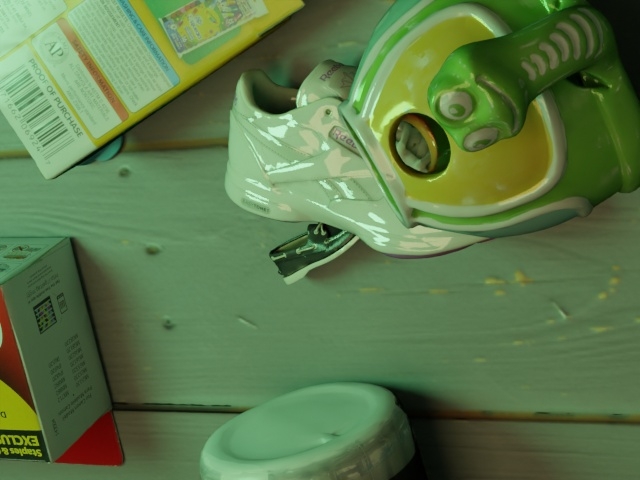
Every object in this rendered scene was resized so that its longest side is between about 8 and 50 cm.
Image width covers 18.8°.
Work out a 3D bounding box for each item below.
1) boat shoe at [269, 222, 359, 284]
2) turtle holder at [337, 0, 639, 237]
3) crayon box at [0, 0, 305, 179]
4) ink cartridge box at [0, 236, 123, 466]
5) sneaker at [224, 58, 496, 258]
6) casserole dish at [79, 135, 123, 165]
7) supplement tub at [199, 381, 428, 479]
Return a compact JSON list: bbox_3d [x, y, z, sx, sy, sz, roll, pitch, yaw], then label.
[{"bbox_3d":[0.000,0.000,1.819,0.038,0.046,0.125,52,135,-7],"label":"boat shoe"},{"bbox_3d":[0.146,-0.101,1.509,0.227,0.320,0.243,-29,117,0],"label":"turtle holder"},{"bbox_3d":[-0.176,-0.223,1.769,0.323,0.083,0.203,-31,95,28],"label":"crayon box"},{"bbox_3d":[-0.390,0.144,2.052,0.309,0.130,0.271,-1,113,29],"label":"ink cartridge box"},{"bbox_3d":[0.044,-0.074,1.714,0.305,0.114,0.152,12,119,24],"label":"sneaker"},{"bbox_3d":[-0.271,-0.151,1.905,0.188,0.037,0.114,49,126,2],"label":"casserole dish"},{"bbox_3d":[0.024,0.324,1.856,0.207,0.207,0.338,-7,108,31],"label":"supplement tub"}]
